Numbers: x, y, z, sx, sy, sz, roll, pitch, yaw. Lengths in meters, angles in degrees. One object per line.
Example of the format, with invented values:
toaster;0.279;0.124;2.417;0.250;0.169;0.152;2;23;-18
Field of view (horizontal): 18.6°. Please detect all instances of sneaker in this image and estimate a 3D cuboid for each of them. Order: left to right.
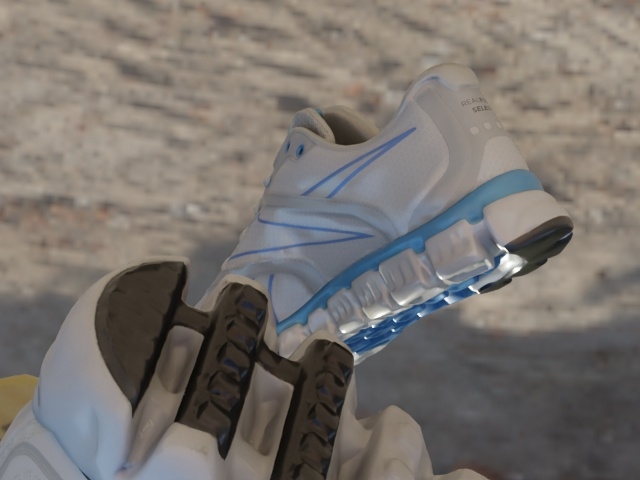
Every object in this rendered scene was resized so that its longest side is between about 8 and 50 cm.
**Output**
sneaker;0.000;0.000;0.675;0.190;0.083;0.071;-31;165;37
sneaker;0.030;0.129;0.552;0.292;0.110;0.118;37;116;-5

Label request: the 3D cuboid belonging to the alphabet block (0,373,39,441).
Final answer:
alphabet block;-0.137;0.174;0.709;0.193;0.192;0.197;-6;-165;-35
